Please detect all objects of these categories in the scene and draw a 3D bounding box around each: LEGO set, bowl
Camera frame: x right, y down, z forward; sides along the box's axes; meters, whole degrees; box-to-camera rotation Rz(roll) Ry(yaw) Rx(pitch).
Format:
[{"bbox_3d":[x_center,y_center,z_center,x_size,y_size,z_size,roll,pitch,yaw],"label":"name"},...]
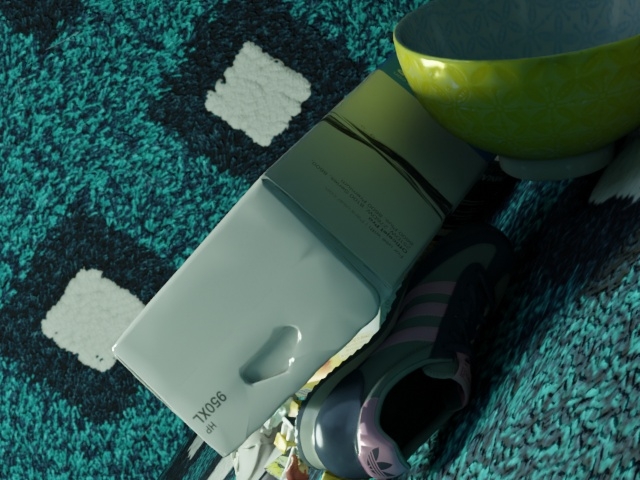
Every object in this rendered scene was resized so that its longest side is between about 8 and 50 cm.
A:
[{"bbox_3d":[-0.009,0.252,1.556,0.107,0.132,0.287,-71,24,15],"label":"LEGO set"},{"bbox_3d":[0.224,-0.150,1.486,0.289,0.289,0.156,-65,-32,-63],"label":"bowl"}]

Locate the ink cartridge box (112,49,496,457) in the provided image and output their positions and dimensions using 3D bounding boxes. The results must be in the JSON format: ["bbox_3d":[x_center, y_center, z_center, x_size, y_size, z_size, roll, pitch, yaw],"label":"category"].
[{"bbox_3d":[0.000,0.000,1.567,0.285,0.166,0.395,-48,0,33],"label":"ink cartridge box"}]

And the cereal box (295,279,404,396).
[{"bbox_3d":[0.027,0.061,1.867,0.173,0.047,0.240,-19,60,42],"label":"cereal box"}]

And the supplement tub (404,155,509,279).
[{"bbox_3d":[0.105,-0.062,2.003,0.316,0.193,0.193,-52,6,32],"label":"supplement tub"}]

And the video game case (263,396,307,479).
[{"bbox_3d":[0.028,0.186,1.968,0.232,0.042,0.210,-58,7,-32],"label":"video game case"}]

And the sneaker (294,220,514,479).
[{"bbox_3d":[0.118,0.109,1.461,0.131,0.112,0.319,7,50,48],"label":"sneaker"}]

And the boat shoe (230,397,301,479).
[{"bbox_3d":[-0.086,0.287,2.117,0.096,0.088,0.267,-52,6,34],"label":"boat shoe"}]
